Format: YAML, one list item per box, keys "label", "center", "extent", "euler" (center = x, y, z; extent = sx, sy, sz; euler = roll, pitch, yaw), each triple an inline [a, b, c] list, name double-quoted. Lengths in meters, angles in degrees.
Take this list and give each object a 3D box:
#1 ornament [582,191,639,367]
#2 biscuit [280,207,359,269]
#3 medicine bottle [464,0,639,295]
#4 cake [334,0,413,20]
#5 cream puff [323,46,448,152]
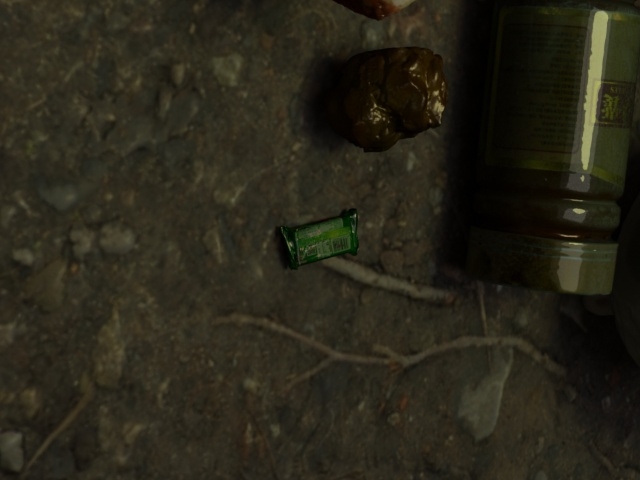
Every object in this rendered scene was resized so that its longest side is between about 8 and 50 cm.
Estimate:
- label: "ornament"
  center: [0.490, 0.044, 1.579]
  extent: [0.337, 0.337, 0.337]
  euler: [-8, 102, -39]
- label: "biscuit"
  center: [0.000, 0.000, 1.375]
  extent: [0.089, 0.016, 0.046]
  euler: [-15, 105, -38]
- label: "medicine bottle"
  center: [0.238, -0.114, 1.464]
  extent: [0.151, 0.151, 0.322]
  euler: [2, 96, -40]
- label: "cake"
  center: [0.039, -0.305, 1.168]
  extent: [0.158, 0.159, 0.262]
  euler: [-42, 146, -8]
- label: "cream puff"
  center: [0.066, -0.130, 1.347]
  extent: [0.122, 0.116, 0.094]
  euler: [-1, 86, -24]
